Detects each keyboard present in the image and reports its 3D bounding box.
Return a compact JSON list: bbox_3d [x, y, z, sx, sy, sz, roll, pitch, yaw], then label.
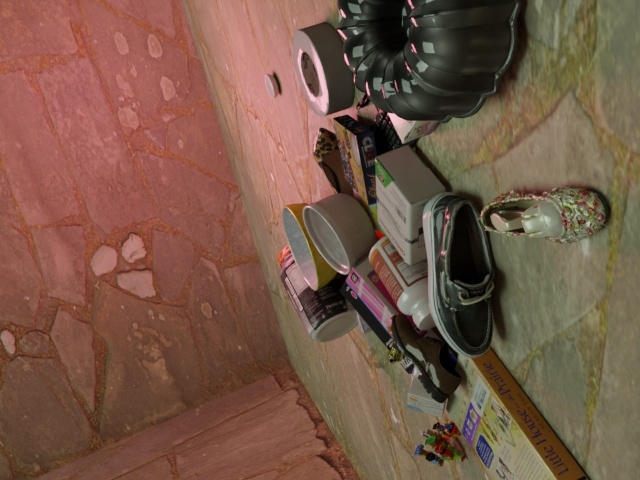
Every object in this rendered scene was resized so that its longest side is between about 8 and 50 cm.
[{"bbox_3d":[0.133,-0.262,1.410,0.317,0.033,0.202,118,129,-71],"label":"keyboard"}]

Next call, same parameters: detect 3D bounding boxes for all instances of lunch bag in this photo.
[{"bbox_3d":[0.151,0.240,1.993,0.053,0.071,0.083,-136,25,-68],"label":"lunch bag"}]

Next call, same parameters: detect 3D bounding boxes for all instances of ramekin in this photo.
[{"bbox_3d":[0.055,-0.026,1.642,0.207,0.109,0.207,49,161,23],"label":"ramekin"}]

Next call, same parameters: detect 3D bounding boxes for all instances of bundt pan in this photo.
[{"bbox_3d":[0.134,-0.332,0.952,0.331,0.124,0.331,39,138,47],"label":"bundt pan"}]

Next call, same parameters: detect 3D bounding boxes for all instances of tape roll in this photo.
[{"bbox_3d":[0.004,-0.423,1.575,0.219,0.072,0.219,158,90,-77],"label":"tape roll"}]

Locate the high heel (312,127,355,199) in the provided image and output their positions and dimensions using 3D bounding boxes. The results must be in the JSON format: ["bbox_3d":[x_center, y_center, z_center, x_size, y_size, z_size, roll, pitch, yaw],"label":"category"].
[{"bbox_3d":[0.060,-0.169,1.674,0.261,0.093,0.186,64,180,-55],"label":"high heel"}]

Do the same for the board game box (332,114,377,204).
[{"bbox_3d":[0.088,-0.197,1.501,0.243,0.042,0.165,-118,15,-67],"label":"board game box"}]

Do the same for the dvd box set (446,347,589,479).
[{"bbox_3d":[0.413,0.449,1.327,0.308,0.062,0.420,85,159,-48],"label":"dvd box set"}]

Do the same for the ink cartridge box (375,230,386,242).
[{"bbox_3d":[0.179,0.074,1.672,0.239,0.060,0.275,84,159,-51],"label":"ink cartridge box"}]

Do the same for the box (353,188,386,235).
[{"bbox_3d":[0.149,-0.075,1.572,0.179,0.043,0.105,38,146,56],"label":"box"}]

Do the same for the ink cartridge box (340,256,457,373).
[{"bbox_3d":[0.201,0.222,1.596,0.371,0.069,0.176,48,157,12],"label":"ink cartridge box"}]

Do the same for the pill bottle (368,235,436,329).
[{"bbox_3d":[0.209,0.092,1.450,0.121,0.121,0.216,89,156,-55],"label":"pill bottle"}]

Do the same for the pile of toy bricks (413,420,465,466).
[{"bbox_3d":[0.345,0.571,1.730,0.105,0.118,0.212,30,150,-1],"label":"pile of toy bricks"}]

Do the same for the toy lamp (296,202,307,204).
[{"bbox_3d":[-0.046,-0.002,2.380,0.080,0.080,0.275,-141,34,-64],"label":"toy lamp"}]

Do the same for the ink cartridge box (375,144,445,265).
[{"bbox_3d":[0.188,-0.072,1.344,0.208,0.086,0.153,82,161,-52],"label":"ink cartridge box"}]

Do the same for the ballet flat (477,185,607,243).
[{"bbox_3d":[0.320,-0.031,0.945,0.241,0.077,0.091,-178,69,-74],"label":"ballet flat"}]

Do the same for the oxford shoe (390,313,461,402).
[{"bbox_3d":[0.242,0.245,1.427,0.082,0.096,0.227,14,-146,-52],"label":"oxford shoe"}]

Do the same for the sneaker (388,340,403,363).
[{"bbox_3d":[0.187,0.280,1.570,0.031,0.035,0.083,38,152,35],"label":"sneaker"}]

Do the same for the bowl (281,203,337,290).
[{"bbox_3d":[0.000,0.000,2.034,0.289,0.156,0.290,159,90,-76],"label":"bowl"}]

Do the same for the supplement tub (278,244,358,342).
[{"bbox_3d":[-0.010,0.167,2.215,0.207,0.207,0.338,91,155,-57],"label":"supplement tub"}]

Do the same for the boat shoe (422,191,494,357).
[{"bbox_3d":[0.269,0.077,1.200,0.119,0.121,0.335,-149,42,-75],"label":"boat shoe"}]

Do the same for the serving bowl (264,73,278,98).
[{"bbox_3d":[-0.161,-0.525,2.141,0.083,0.027,0.083,159,90,-76],"label":"serving bowl"}]

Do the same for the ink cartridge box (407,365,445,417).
[{"bbox_3d":[0.263,0.355,1.524,0.143,0.092,0.090,75,-149,-59],"label":"ink cartridge box"}]

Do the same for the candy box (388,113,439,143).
[{"bbox_3d":[0.160,-0.304,1.161,0.165,0.070,0.196,119,129,-72],"label":"candy box"}]
